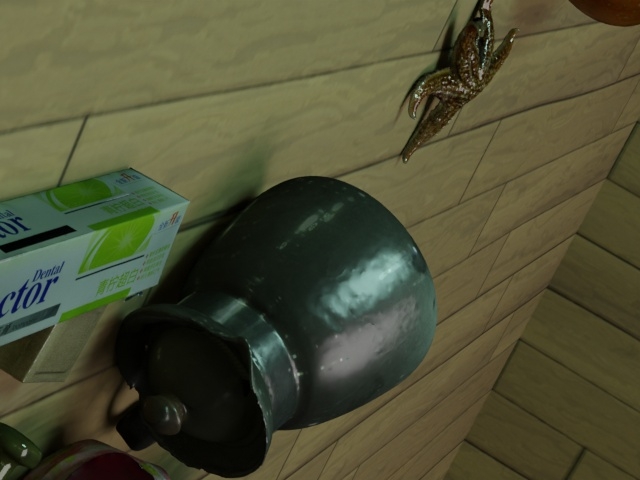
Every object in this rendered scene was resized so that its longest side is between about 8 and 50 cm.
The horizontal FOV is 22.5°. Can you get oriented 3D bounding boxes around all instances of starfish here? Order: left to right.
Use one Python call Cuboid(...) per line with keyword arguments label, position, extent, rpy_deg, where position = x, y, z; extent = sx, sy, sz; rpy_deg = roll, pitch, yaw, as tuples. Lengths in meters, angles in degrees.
Cuboid(label="starfish", position=(0.168, -0.189, 1.905), extent=(0.213, 0.057, 0.238), rpy_deg=(-21, 140, -55))

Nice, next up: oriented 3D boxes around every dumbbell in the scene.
Cuboid(label="dumbbell", position=(-0.273, 0.202, 1.281), extent=(0.118, 0.046, 0.052), rpy_deg=(-55, 159, -12))

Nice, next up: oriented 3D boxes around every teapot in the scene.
Cuboid(label="teapot", position=(-0.084, 0.091, 1.487), extent=(0.285, 0.305, 0.223), rpy_deg=(-36, 117, -40))

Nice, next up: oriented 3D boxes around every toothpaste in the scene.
Cuboid(label="toothpaste", position=(-0.204, 0.018, 1.112), extent=(0.336, 0.067, 0.081), rpy_deg=(-24, 139, -65))

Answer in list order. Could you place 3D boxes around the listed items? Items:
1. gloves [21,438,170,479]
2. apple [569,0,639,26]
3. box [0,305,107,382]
Cuboid(label="gloves", position=(-0.212, 0.239, 1.427), extent=(0.145, 0.126, 0.241), rpy_deg=(-58, -166, -22))
Cuboid(label="apple", position=(0.381, -0.383, 1.998), extent=(0.235, 0.173, 0.210), rpy_deg=(-54, 162, -52))
Cuboid(label="box", position=(-0.208, 0.069, 1.252), extent=(0.079, 0.035, 0.083), rpy_deg=(-60, 166, 3))
